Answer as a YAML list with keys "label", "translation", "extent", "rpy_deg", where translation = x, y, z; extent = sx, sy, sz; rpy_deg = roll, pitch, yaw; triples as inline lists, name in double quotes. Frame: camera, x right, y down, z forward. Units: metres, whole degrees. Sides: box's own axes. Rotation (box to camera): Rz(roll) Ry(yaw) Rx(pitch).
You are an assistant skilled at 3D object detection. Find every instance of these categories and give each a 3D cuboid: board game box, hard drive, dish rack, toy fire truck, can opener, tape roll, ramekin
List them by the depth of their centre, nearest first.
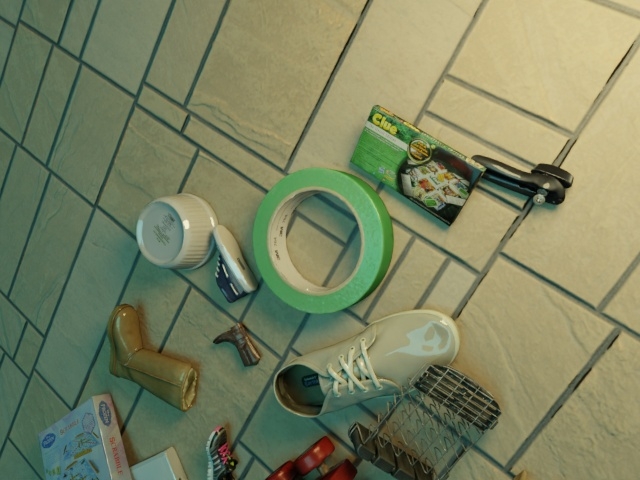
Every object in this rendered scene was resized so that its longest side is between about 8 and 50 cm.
- label: "can opener"
  translation: [0.370, -0.116, 0.889]
  extent: [0.186, 0.073, 0.059]
  rpy_deg: [21, 141, 27]
- label: "dish rack"
  translation: [0.211, 0.367, 0.941]
  extent: [0.208, 0.074, 0.271]
  rpy_deg: [34, 102, -10]
- label: "board game box"
  translation: [0.189, -0.154, 0.959]
  extent: [0.260, 0.030, 0.136]
  rpy_deg: [37, 130, 19]
- label: "toy fire truck"
  translation: [-0.055, 0.587, 1.017]
  extent: [0.302, 0.254, 0.169]
  rpy_deg: [-43, 75, 21]
- label: "tape roll"
  translation: [0.000, 0.000, 1.057]
  extent: [0.321, 0.077, 0.321]
  rpy_deg: [2, 95, 26]
- label: "ramekin"
  translation: [-0.378, -0.021, 1.221]
  extent: [0.207, 0.109, 0.207]
  rpy_deg: [1, 93, 26]
- label: "hard drive"
  translation: [-0.497, 0.743, 1.361]
  extent: [0.308, 0.040, 0.203]
  rpy_deg: [-32, 79, 23]
- label: "board game box"
  translation: [-0.711, 0.675, 1.417]
  extent: [0.319, 0.066, 0.317]
  rpy_deg: [-34, 68, 23]

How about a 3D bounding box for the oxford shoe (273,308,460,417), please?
- label: "oxford shoe"
  translation: [0.082, 0.275, 1.005]
  extent: [0.449, 0.130, 0.169]
  rpy_deg: [-25, 80, 23]

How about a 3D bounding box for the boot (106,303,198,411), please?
- label: "boot"
  translation: [-0.456, 0.316, 1.295]
  extent: [0.270, 0.089, 0.236]
  rpy_deg: [14, 109, 25]

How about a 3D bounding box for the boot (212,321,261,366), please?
- label: "boot"
  translation: [-0.212, 0.280, 1.201]
  extent: [0.106, 0.037, 0.114]
  rpy_deg: [-35, 83, 26]

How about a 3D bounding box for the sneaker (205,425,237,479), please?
- label: "sneaker"
  translation: [-0.250, 0.563, 1.219]
  extent: [0.075, 0.063, 0.170]
  rpy_deg: [8, 101, 26]

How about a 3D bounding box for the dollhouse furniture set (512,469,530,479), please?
- label: "dollhouse furniture set"
  translation: [0.405, 0.528, 0.863]
  extent: [0.151, 0.123, 0.144]
  rpy_deg: [44, 110, 17]

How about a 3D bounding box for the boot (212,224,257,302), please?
- label: "boot"
  translation: [-0.238, 0.061, 1.178]
  extent: [0.086, 0.069, 0.190]
  rpy_deg: [-32, 81, 21]
